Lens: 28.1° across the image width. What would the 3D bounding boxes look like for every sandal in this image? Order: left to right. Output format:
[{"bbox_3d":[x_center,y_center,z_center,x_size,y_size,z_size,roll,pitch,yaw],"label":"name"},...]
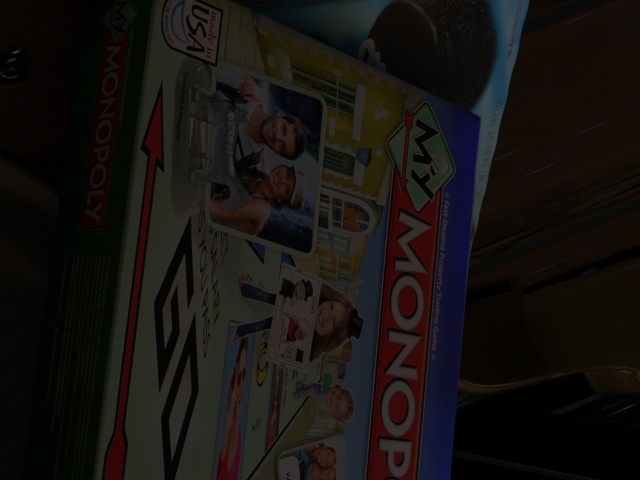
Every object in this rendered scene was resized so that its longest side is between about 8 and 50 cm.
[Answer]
[{"bbox_3d":[0.188,0.066,0.864,0.240,0.088,0.079,-7,160,-9],"label":"sandal"}]

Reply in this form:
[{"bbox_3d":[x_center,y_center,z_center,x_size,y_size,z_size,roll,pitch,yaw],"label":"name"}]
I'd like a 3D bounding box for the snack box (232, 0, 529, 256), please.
[{"bbox_3d":[0.000,0.000,0.700,0.187,0.060,0.322,-17,132,-30],"label":"snack box"}]

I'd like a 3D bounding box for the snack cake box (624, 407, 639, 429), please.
[{"bbox_3d":[0.351,0.190,0.999,0.264,0.089,0.152,16,117,-31],"label":"snack cake box"}]

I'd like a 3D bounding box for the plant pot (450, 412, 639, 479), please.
[{"bbox_3d":[0.174,0.208,0.848,0.167,0.188,0.187,-21,112,-53],"label":"plant pot"}]

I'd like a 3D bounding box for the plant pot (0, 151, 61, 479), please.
[{"bbox_3d":[-0.221,0.160,0.601,0.334,0.305,0.334,-11,129,-14],"label":"plant pot"}]

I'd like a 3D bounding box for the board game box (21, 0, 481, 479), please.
[{"bbox_3d":[-0.022,0.075,0.528,0.213,0.046,0.317,15,77,-47],"label":"board game box"}]
